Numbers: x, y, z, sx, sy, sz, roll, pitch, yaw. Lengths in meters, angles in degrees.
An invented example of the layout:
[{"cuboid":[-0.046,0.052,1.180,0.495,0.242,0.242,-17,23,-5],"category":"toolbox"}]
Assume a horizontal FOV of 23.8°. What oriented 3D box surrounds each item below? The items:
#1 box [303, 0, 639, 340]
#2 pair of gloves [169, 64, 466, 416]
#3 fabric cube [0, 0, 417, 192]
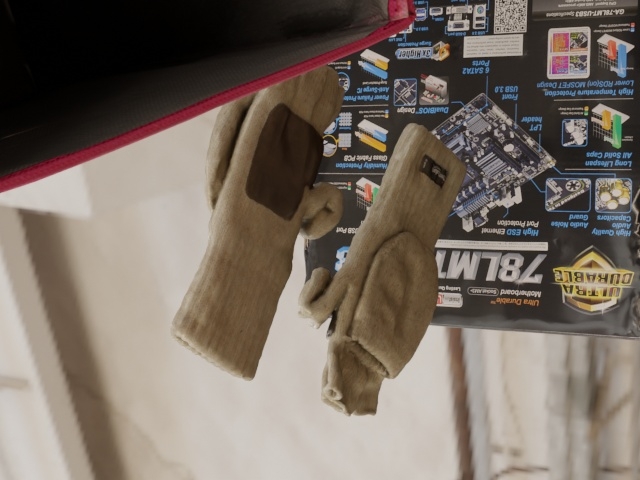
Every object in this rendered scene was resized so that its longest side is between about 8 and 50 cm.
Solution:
[{"cuboid":[0.124,-0.080,1.140,0.073,0.296,0.293,-2,-87,-55],"category":"box"},{"cuboid":[0.000,0.000,0.970,0.240,0.042,0.204,27,-106,-50],"category":"pair of gloves"},{"cuboid":[-0.161,-0.158,0.598,0.254,0.258,0.259,-28,-73,-45],"category":"fabric cube"}]
